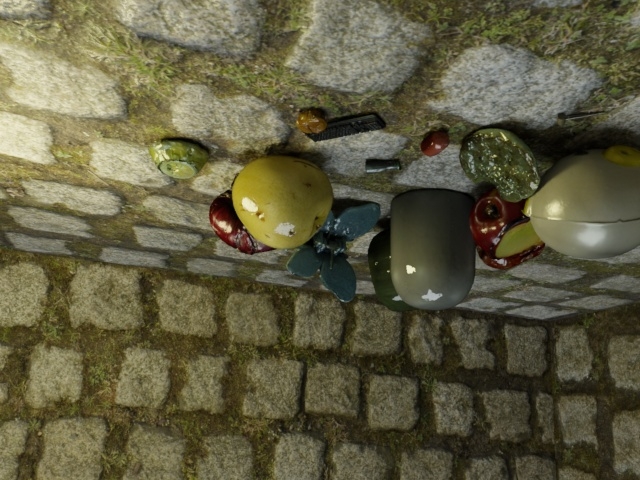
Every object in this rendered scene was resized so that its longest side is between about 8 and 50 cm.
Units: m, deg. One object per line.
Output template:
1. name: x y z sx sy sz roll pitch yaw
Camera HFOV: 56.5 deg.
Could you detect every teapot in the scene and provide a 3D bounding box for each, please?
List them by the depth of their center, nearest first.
1. teapot: 0.197 -0.232 1.867 0.111 0.043 0.043 -3 162 10

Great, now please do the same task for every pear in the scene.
1. pear: -0.119 -0.125 1.874 0.309 0.309 0.309 4 163 1

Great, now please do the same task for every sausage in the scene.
1. sausage: 0.322 -0.270 1.672 0.054 0.059 0.094 5 162 -23

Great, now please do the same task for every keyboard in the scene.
1. keyboard: 0.063 -0.312 1.658 0.230 0.025 0.094 -6 163 29

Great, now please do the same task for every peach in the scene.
1. peach: 0.646 -0.080 2.004 0.362 0.201 0.258 3 140 -41

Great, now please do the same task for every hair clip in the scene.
1. hair clip: 0.000 0.000 2.287 0.318 0.392 0.238 12 -172 -28

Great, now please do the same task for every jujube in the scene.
1. jujube: 0.735 0.015 2.310 0.255 0.190 0.190 -1 165 -15

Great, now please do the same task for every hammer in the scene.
1. hammer: 0.663 -0.315 1.518 0.110 0.019 0.035 -5 161 21

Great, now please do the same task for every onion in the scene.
1. onion: -0.241 -0.062 2.116 0.314 0.314 0.232 7 121 -10

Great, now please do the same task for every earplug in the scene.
1. earplug: 0.403 0.051 2.142 0.313 0.394 0.312 3 164 1

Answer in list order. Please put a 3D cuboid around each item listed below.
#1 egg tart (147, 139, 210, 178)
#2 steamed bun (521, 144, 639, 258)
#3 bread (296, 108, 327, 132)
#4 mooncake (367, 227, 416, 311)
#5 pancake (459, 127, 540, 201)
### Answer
1. egg tart: -0.447 -0.255 1.878 0.197 0.078 0.197 2 161 1
2. steamed bun: 0.767 -0.102 1.661 0.374 0.334 0.334 -9 173 -35
3. bread: -0.024 -0.321 1.612 0.083 0.046 0.081 6 161 -3
4. mooncake: 0.355 0.112 2.429 0.194 0.356 0.356 -20 152 36
5. pancake: 0.500 -0.211 1.660 0.253 0.037 0.253 36 153 22
